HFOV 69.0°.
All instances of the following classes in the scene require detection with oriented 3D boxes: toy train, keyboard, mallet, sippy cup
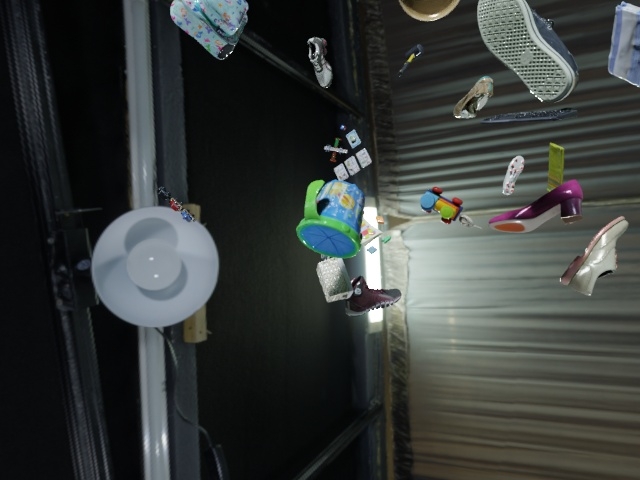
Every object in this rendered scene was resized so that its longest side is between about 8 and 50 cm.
[{"bbox_3d":[-0.481,-0.117,1.554,0.158,0.027,0.036,44,-149,-9],"label":"toy train"},{"bbox_3d":[0.744,-0.438,1.635,0.201,0.317,0.033,-15,-72,-26],"label":"keyboard"},{"bbox_3d":[0.309,-0.616,1.595,0.039,0.062,0.190,47,-138,-18],"label":"mallet"},{"bbox_3d":[0.057,-0.088,1.694,0.305,0.240,0.224,103,-174,-63],"label":"sippy cup"},{"bbox_3d":[0.488,-0.106,1.741,0.105,0.248,0.143,-63,-17,17],"label":"toy train"}]

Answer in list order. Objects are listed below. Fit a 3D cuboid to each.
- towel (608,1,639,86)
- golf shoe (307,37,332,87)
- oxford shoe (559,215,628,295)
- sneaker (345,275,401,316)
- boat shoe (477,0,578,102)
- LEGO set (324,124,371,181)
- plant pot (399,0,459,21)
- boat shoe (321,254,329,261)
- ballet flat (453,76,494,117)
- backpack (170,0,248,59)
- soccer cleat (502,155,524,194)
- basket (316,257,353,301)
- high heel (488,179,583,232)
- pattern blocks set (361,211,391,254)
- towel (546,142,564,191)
[{"bbox_3d":[0.889,-0.506,1.259,0.285,0.034,0.209,-108,-1,-50],"label":"towel"},{"bbox_3d":[-0.013,-0.990,2.606,0.120,0.105,0.273,-23,-77,-51],"label":"golf shoe"},{"bbox_3d":[1.207,0.070,1.997,0.397,0.146,0.140,-48,-30,-3],"label":"oxford shoe"},{"bbox_3d":[0.230,0.222,2.073,0.281,0.106,0.163,-17,-78,-22],"label":"sneaker"},{"bbox_3d":[0.730,-0.697,1.648,0.156,0.187,0.500,-17,-110,-38],"label":"boat shoe"},{"bbox_3d":[0.124,-0.420,2.210,0.060,0.182,0.244,6,-124,-61],"label":"LEGO set"},{"bbox_3d":[0.389,-0.904,1.644,0.032,0.236,0.236,-60,-41,-57],"label":"plant pot"},{"bbox_3d":[0.000,0.000,2.564,0.319,0.099,0.116,-96,19,-49],"label":"boat shoe"},{"bbox_3d":[0.495,-0.444,1.517,0.206,0.073,0.067,115,155,-68],"label":"ballet flat"},{"bbox_3d":[-0.398,-0.816,1.679,0.253,0.191,0.225,29,-129,-22],"label":"backpack"},{"bbox_3d":[0.936,-0.317,2.281,0.076,0.068,0.196,-9,-61,-86],"label":"soccer cleat"},{"bbox_3d":[0.056,0.161,1.925,0.113,0.103,0.167,104,149,-68],"label":"basket"},{"bbox_3d":[0.915,-0.143,2.000,0.127,0.377,0.181,43,-131,-48],"label":"high heel"},{"bbox_3d":[0.240,-0.056,2.633,0.285,0.325,0.026,-43,-35,-24],"label":"pattern blocks set"},{"bbox_3d":[1.084,-0.325,2.156,0.102,0.021,0.237,-113,10,-62],"label":"towel"}]
